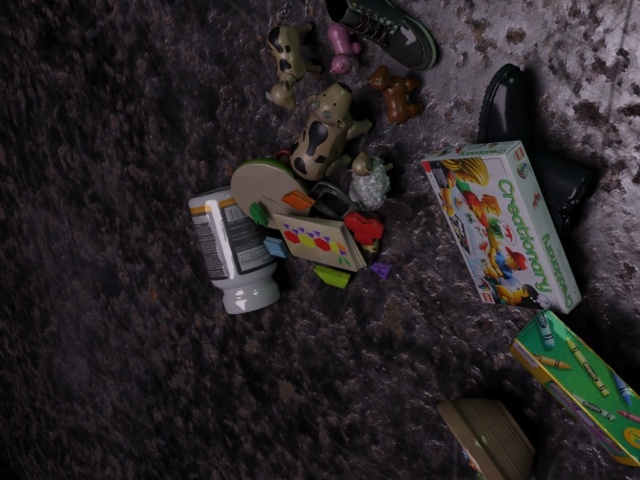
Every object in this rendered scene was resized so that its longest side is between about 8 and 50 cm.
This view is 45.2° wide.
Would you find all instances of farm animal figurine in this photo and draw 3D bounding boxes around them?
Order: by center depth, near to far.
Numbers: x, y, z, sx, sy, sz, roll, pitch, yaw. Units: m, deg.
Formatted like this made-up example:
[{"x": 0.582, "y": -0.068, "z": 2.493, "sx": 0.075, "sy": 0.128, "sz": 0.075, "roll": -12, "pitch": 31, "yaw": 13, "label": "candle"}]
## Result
[{"x": 0.009, "y": -0.250, "z": 1.476, "sx": 0.330, "sy": 0.172, "sz": 0.327, "roll": 31, "pitch": 125, "yaw": 28, "label": "farm animal figurine"}]

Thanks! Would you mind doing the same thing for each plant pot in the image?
[{"x": 0.331, "y": 0.383, "z": 1.461, "sx": 0.109, "sy": 0.237, "sz": 0.237, "roll": -34, "pitch": 81, "yaw": 2, "label": "plant pot"}]

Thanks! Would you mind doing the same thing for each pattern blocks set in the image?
[{"x": 0.000, "y": 0.000, "z": 1.588, "sx": 0.325, "sy": 0.026, "sz": 0.285, "roll": 18, "pitch": 148, "yaw": 25, "label": "pattern blocks set"}]

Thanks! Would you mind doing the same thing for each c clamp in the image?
[{"x": 0.037, "y": -0.063, "z": 1.516, "sx": 0.137, "sy": 0.022, "sz": 0.161, "roll": 36, "pitch": 162, "yaw": 3, "label": "c clamp"}]

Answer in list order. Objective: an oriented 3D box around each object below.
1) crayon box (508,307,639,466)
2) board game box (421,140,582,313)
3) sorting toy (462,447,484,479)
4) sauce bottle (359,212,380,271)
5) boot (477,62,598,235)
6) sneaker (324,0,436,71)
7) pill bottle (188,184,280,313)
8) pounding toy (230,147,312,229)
[{"x": 0.448, "y": 0.250, "z": 1.300, "sx": 0.081, "sy": 0.165, "sz": 0.278, "roll": -43, "pitch": 74, "yaw": -2, "label": "crayon box"}, {"x": 0.308, "y": -0.020, "z": 1.312, "sx": 0.193, "sy": 0.053, "sz": 0.305, "roll": 3, "pitch": 125, "yaw": 55, "label": "board game box"}, {"x": 0.315, "y": 0.459, "z": 1.580, "sx": 0.012, "sy": 0.062, "sz": 0.083, "roll": -35, "pitch": 81, "yaw": 2, "label": "sorting toy"}, {"x": 0.101, "y": 0.006, "z": 1.590, "sx": 0.042, "sy": 0.042, "sz": 0.128, "roll": 23, "pitch": 130, "yaw": 32, "label": "sauce bottle"}, {"x": 0.362, "y": -0.147, "z": 1.266, "sx": 0.207, "sy": 0.094, "sz": 0.246, "roll": 31, "pitch": 131, "yaw": 32, "label": "boot"}, {"x": 0.102, "y": -0.377, "z": 1.383, "sx": 0.222, "sy": 0.118, "sz": 0.083, "roll": 47, "pitch": 131, "yaw": 17, "label": "sneaker"}, {"x": -0.191, "y": 0.016, "z": 1.760, "sx": 0.162, "sy": 0.162, "sz": 0.278, "roll": -6, "pitch": 102, "yaw": 42, "label": "pill bottle"}, {"x": -0.069, "y": -0.108, "z": 1.654, "sx": 0.237, "sy": 0.110, "sz": 0.183, "roll": 42, "pitch": 138, "yaw": -17, "label": "pounding toy"}]
